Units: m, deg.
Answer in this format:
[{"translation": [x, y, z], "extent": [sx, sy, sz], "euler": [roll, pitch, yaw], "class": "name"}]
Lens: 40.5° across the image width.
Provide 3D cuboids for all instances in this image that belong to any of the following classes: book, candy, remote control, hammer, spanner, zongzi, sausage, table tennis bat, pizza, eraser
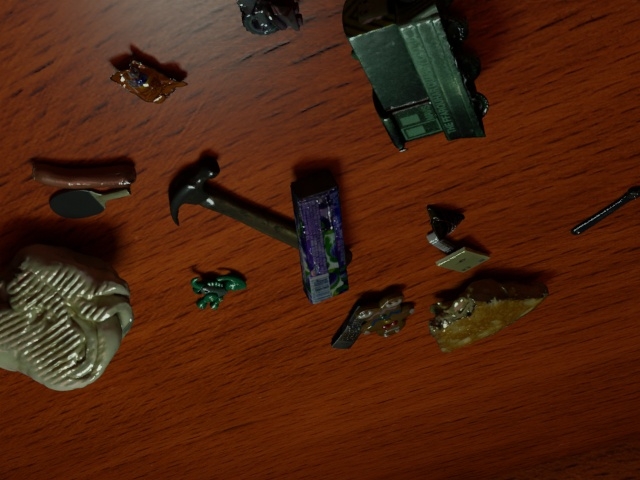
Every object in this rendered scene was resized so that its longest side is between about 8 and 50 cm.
[{"translation": [0.310, 0.041, 1.886], "extent": [0.077, 0.014, 0.111], "euler": [-32, 152, 31], "class": "book"}, {"translation": [0.000, 0.000, 1.690], "extent": [0.088, 0.061, 0.312], "euler": [-18, 138, -12], "class": "candy"}, {"translation": [0.081, 0.205, 2.093], "extent": [0.059, 0.028, 0.212], "euler": [9, 142, -17], "class": "remote control"}, {"translation": [-0.101, -0.030, 1.698], "extent": [0.439, 0.044, 0.168], "euler": [24, 134, -37], "class": "hammer"}, {"translation": [0.607, -0.065, 1.807], "extent": [0.046, 0.012, 0.208], "euler": [17, 139, -33], "class": "spanner"}, {"translation": [0.240, -0.043, 1.746], "extent": [0.067, 0.074, 0.083], "euler": [-32, 178, 32], "class": "zongzi"}, {"translation": [-0.412, -0.114, 1.521], "extent": [0.176, 0.040, 0.047], "euler": [-1, 146, -7], "class": "sausage"}, {"translation": [-0.424, -0.073, 1.602], "extent": [0.156, 0.013, 0.087], "euler": [-13, 145, 9], "class": "table tennis bat"}, {"translation": [0.361, 0.164, 2.031], "extent": [0.223, 0.090, 0.323], "euler": [18, 137, -42], "class": "pizza"}, {"translation": [0.261, 0.007, 1.841], "extent": [0.027, 0.019, 0.099], "euler": [-32, 142, 30], "class": "eraser"}]

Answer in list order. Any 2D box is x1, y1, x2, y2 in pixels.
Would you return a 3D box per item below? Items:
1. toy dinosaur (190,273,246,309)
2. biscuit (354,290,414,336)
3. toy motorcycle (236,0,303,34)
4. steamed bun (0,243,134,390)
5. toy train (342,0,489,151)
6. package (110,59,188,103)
[{"translation": [-0.226, 0.099, 1.862], "extent": [0.132, 0.059, 0.096], "euler": [17, 131, -44], "class": "toy dinosaur"}, {"translation": [0.158, 0.185, 2.049], "extent": [0.138, 0.031, 0.205], "euler": [-24, 153, 1], "class": "biscuit"}, {"translation": [-0.069, -0.360, 1.191], "extent": [0.122, 0.082, 0.213], "euler": [-2, 156, 10], "class": "toy motorcycle"}, {"translation": [-0.512, 0.140, 1.722], "extent": [0.280, 0.207, 0.268], "euler": [19, 102, -6], "class": "steamed bun"}, {"translation": [0.147, -0.268, 1.318], "extent": [0.178, 0.139, 0.330], "euler": [-14, 145, 18], "class": "toy train"}, {"translation": [-0.269, -0.246, 1.358], "extent": [0.077, 0.033, 0.110], "euler": [-39, 140, 24], "class": "package"}]
